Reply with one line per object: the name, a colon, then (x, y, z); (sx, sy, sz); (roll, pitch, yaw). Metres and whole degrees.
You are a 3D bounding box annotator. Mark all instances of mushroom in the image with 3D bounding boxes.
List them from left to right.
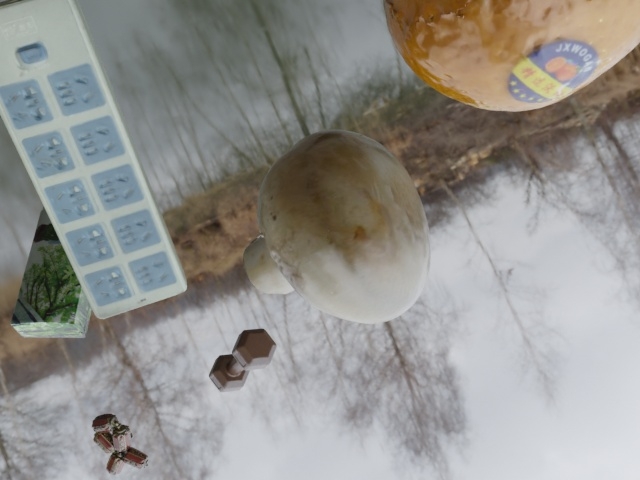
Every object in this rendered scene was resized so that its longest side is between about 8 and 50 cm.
mushroom: (0.000, 0.000, 1.005); (0.290, 0.292, 0.293); (-27, 177, 34)

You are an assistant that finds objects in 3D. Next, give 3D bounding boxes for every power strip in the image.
power strip: (-0.240, -0.082, 0.705); (0.106, 0.367, 0.043); (-19, -152, -6)

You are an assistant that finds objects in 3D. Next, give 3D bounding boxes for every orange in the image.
orange: (0.158, -0.208, 0.543); (0.193, 0.219, 0.219); (8, 157, -42)

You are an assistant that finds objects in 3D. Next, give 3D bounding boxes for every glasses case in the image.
glasses case: (-0.372, 0.006, 1.024); (0.095, 0.272, 0.062); (0, 151, 2)

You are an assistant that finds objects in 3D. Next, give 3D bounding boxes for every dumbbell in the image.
dumbbell: (-0.175, 0.268, 1.539); (0.082, 0.092, 0.231); (-32, 171, -36)

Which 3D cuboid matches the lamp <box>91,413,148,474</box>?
lamp: (-0.253, 0.250, 0.860); (0.063, 0.083, 0.031); (-20, -162, 24)
